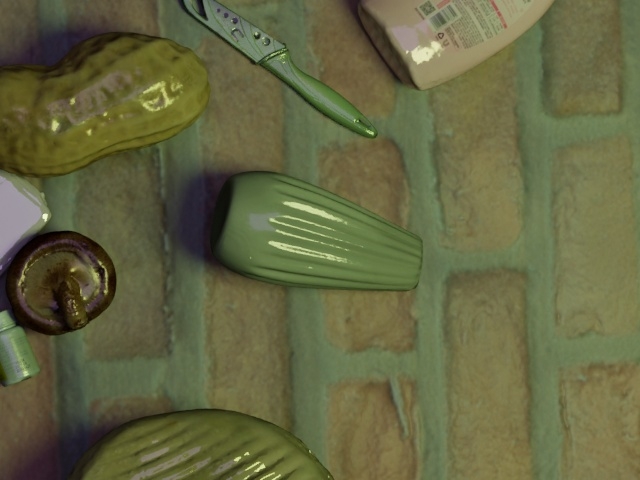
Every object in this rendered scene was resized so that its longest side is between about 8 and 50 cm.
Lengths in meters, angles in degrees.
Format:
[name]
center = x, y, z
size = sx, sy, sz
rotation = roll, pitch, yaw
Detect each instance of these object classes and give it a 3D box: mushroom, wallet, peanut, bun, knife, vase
[mushroom]
center = -0.298, 0.047, 1.795
size = 0.127, 0.087, 0.127
rotation = 0, 89, -11
[wallet]
center = -0.397, 0.003, 1.812
size = 0.095, 0.033, 0.190
rotation = 45, 82, -5
[peanut]
center = -0.279, -0.155, 1.792
size = 0.306, 0.147, 0.147
rotation = -20, 89, -7
[bun]
center = -0.120, 0.355, 1.735
size = 0.362, 0.234, 0.326
rotation = 36, 76, 11
[knife]
center = -0.048, -0.215, 1.882
size = 0.293, 0.020, 0.043
rotation = 35, 84, -4
[vase]
center = 0.000, 0.000, 1.827
size = 0.248, 0.128, 0.128
rotation = 15, 84, -14

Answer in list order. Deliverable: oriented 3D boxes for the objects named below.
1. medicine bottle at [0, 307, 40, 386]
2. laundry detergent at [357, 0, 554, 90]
[medicine bottle]
center = -0.359, 0.124, 1.802
size = 0.047, 0.047, 0.083
rotation = -23, 90, -9
[laundry detergent]
center = 0.213, -0.322, 1.893
size = 0.335, 0.088, 0.159
rotation = -35, 91, -10
